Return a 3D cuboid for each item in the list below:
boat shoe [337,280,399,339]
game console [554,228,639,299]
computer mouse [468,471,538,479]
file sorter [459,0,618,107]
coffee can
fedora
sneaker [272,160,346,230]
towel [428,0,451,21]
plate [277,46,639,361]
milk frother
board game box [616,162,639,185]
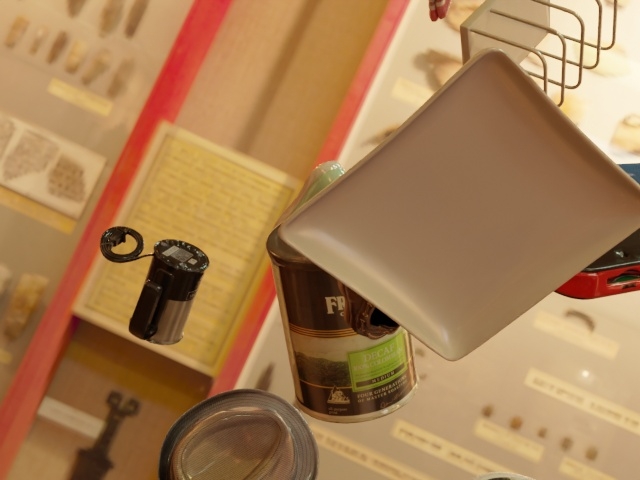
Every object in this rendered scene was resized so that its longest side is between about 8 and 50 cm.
[{"bbox_3d":[0.070,0.083,1.374,0.073,0.073,0.207,42,-8,23],"label":"boat shoe"},{"bbox_3d":[0.489,-0.019,2.012,0.386,0.060,0.342,-7,31,-27],"label":"game console"},{"bbox_3d":[0.207,0.242,1.035,0.193,0.042,0.106,10,-35,-8],"label":"computer mouse"},{"bbox_3d":[0.408,-0.368,2.057,0.173,0.278,0.193,25,-34,30],"label":"file sorter"},{"bbox_3d":[0.037,0.110,1.718,0.201,0.275,0.201,-8,24,4],"label":"coffee can"},{"bbox_3d":[-0.135,0.352,1.827,0.124,0.275,0.244,99,-32,-66],"label":"fedora"},{"bbox_3d":[0.000,0.000,1.967,0.094,0.256,0.151,-10,56,-34],"label":"sneaker"},{"bbox_3d":[0.128,-0.356,1.212,0.029,0.144,0.197,6,-37,19],"label":"towel"},{"bbox_3d":[0.145,-0.029,1.103,0.277,0.278,0.045,37,25,-30],"label":"plate"},{"bbox_3d":[-0.255,0.062,1.624,0.143,0.135,0.129,36,28,26],"label":"milk frother"},{"bbox_3d":[0.441,-0.057,1.337,0.210,0.047,0.160,-1,-10,16],"label":"board game box"}]
